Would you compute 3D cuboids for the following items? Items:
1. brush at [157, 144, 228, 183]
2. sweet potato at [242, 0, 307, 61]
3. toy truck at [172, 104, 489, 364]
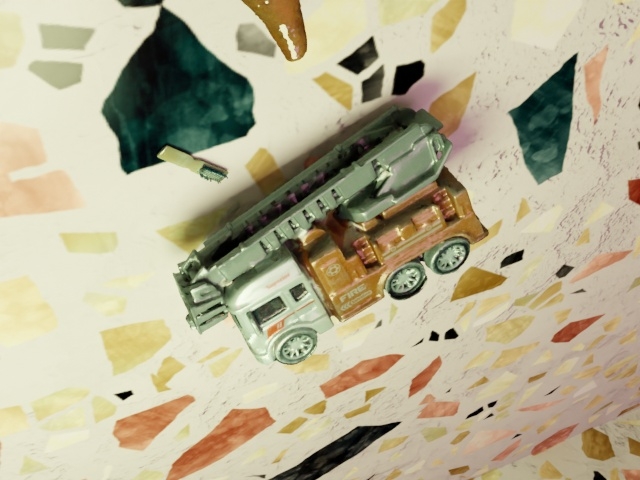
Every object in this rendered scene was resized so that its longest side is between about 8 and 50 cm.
[{"bbox_3d":[-0.125,-0.073,0.722,0.016,0.013,0.084,-42,142,22],"label":"brush"},{"bbox_3d":[-0.081,-0.236,0.492,0.072,0.066,0.314,-7,155,27],"label":"sweet potato"},{"bbox_3d":[0.000,0.000,0.806,0.338,0.133,0.184,-31,136,-3],"label":"toy truck"}]
